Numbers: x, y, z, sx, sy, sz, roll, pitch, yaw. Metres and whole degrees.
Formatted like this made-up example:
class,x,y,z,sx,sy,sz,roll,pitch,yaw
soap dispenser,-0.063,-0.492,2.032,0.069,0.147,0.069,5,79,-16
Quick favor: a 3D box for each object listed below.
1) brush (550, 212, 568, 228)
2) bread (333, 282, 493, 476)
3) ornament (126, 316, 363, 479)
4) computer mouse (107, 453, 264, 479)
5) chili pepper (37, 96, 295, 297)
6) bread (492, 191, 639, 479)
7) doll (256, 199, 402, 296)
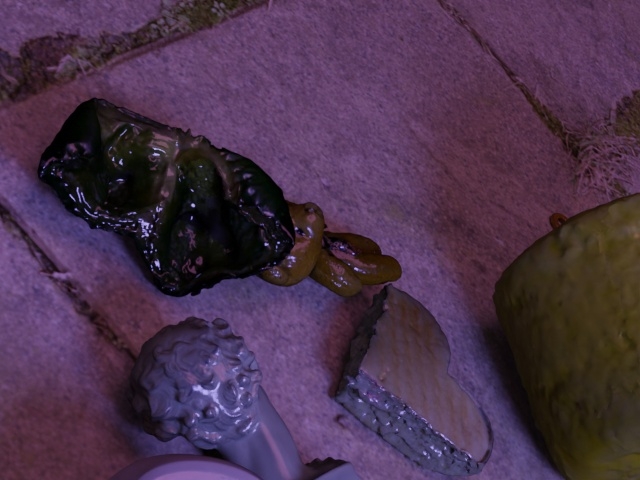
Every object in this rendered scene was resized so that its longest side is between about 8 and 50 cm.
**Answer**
class,x,y,z,sx,sy,sz,roll,pitch,yaw
brush,0.428,0.059,1.832,0.272,0.013,0.103,45,37,2
bread,0.090,0.160,1.383,0.172,0.064,0.232,-2,55,-44
ornament,-0.058,0.191,1.167,0.285,0.130,0.120,45,50,0
computer mouse,-0.110,0.318,0.980,0.184,0.121,0.297,8,66,-25
chili pepper,-0.155,-0.039,1.306,0.264,0.116,0.148,22,43,-10
bread,0.389,0.129,1.483,0.348,0.348,0.308,9,59,-38
doll,0.000,0.000,1.419,0.209,0.097,0.137,6,36,-38
